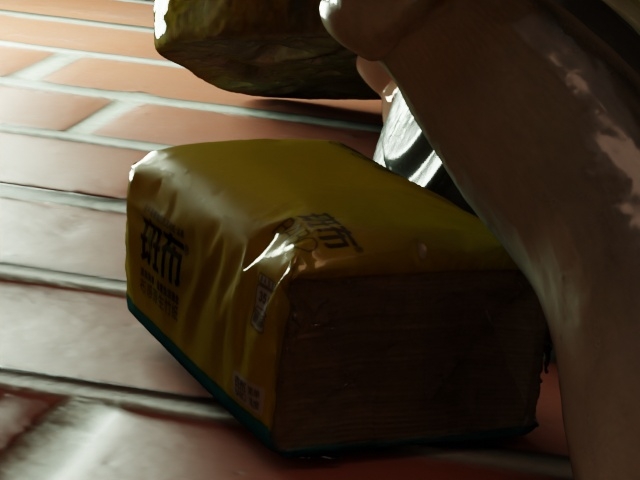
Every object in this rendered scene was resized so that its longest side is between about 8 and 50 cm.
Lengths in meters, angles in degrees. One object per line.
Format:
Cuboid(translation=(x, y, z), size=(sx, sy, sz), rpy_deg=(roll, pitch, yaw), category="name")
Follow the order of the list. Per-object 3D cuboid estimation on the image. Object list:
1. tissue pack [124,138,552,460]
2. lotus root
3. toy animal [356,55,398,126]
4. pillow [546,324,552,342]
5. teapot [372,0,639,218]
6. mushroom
Cuboid(translation=(0.003, 0.026, 1.235), size=(0.192, 0.134, 0.271), rpy_deg=(-1, 16, -26), category="tissue pack")
Cuboid(translation=(0.016, -0.207, 1.945), size=(0.390, 0.111, 0.375), rpy_deg=(5, -6, -27), category="lotus root")
Cuboid(translation=(0.166, -0.111, 1.770), size=(0.248, 0.149, 0.165), rpy_deg=(7, -13, -44), category="toy animal")
Cuboid(translation=(0.248, 0.055, 1.281), size=(0.161, 0.093, 0.335), rpy_deg=(-6, 18, -22), category="pillow")
Cuboid(translation=(0.178, -0.089, 1.542), size=(0.239, 0.239, 0.321), rpy_deg=(25, 17, -14), category="teapot")
Cuboid(translation=(0.140, -0.021, 1.089), size=(0.177, 0.126, 0.397), rpy_deg=(-12, 65, -35), category="mushroom")
